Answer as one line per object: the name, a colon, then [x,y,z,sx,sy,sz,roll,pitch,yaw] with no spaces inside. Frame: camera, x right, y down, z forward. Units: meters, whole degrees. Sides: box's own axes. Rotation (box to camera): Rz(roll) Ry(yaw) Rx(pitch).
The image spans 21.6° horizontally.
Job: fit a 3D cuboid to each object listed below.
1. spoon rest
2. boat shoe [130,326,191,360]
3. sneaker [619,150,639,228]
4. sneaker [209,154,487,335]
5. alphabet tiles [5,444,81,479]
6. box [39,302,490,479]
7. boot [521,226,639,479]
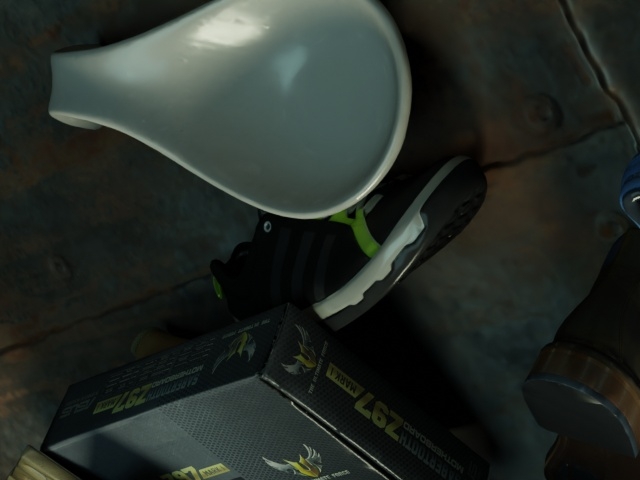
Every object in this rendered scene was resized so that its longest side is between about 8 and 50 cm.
spoon rest: [-0.063,-0.085,0.972,0.276,0.084,0.137,5,95,39]
boat shoe: [-0.106,0.093,1.160,0.190,0.068,0.072,-35,77,46]
sneaker: [0.228,0.034,0.827,0.209,0.082,0.069,46,135,3]
sneaker: [0.000,0.000,0.990,0.097,0.084,0.235,51,137,1]
alphabet tiles: [-0.069,0.251,1.157,0.342,0.011,0.285,35,161,-3]
box: [-0.039,0.137,1.057,0.183,0.059,0.233,41,140,-26]
boot: [0.174,0.086,0.922,0.082,0.106,0.219,19,157,24]
